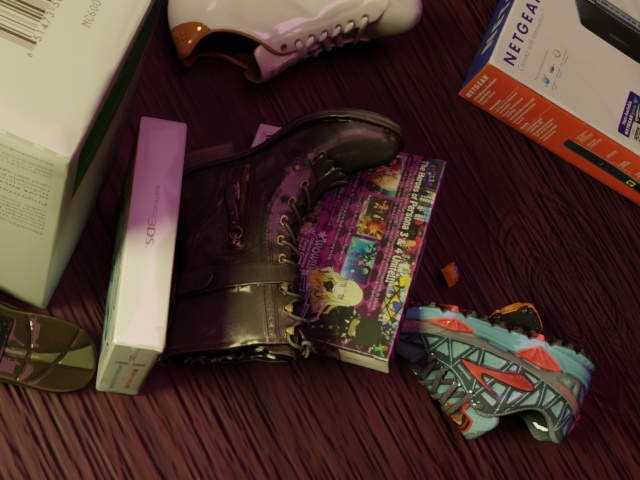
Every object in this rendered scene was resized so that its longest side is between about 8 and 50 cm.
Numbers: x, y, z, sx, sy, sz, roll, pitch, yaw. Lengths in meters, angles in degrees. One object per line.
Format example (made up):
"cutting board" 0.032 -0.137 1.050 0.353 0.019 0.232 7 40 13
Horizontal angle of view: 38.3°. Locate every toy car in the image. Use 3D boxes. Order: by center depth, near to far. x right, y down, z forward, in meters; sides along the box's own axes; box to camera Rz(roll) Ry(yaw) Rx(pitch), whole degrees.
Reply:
"toy car" 0.195 0.059 1.030 0.122 0.060 0.040 49 30 -5

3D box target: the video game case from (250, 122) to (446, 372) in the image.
"video game case" 0.000 0.000 0.940 0.210 0.042 0.232 12 63 13

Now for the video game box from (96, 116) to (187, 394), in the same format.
"video game box" -0.164 0.021 0.834 0.048 0.187 0.205 9 67 -17

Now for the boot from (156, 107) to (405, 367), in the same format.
"boot" -0.033 0.006 0.871 0.262 0.091 0.229 -14 60 12

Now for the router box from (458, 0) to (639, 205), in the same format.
"router box" 0.373 -0.251 1.196 0.301 0.082 0.336 29 63 -8

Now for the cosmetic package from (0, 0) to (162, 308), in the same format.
"cosmetic package" -0.246 -0.099 0.747 0.155 0.365 0.197 23 67 -9

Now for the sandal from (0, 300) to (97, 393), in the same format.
"sandal" -0.310 0.080 0.834 0.219 0.060 0.090 24 69 -27

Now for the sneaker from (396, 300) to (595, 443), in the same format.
"sneaker" 0.155 0.141 0.954 0.261 0.104 0.125 17 78 -4

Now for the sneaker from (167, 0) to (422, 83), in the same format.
"sneaker" -0.025 -0.229 1.036 0.290 0.106 0.123 -1 74 -9
